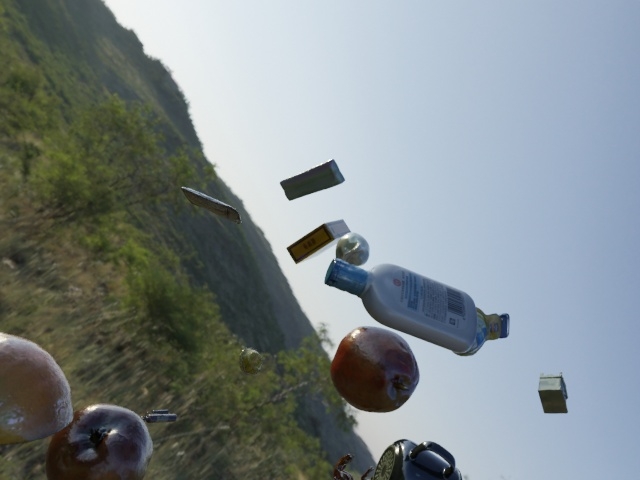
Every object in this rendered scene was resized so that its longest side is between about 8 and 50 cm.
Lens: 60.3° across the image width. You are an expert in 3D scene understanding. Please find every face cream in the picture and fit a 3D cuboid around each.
[{"bbox_3d":[0.172,0.125,1.185,0.337,0.163,0.080,21,-48,-8],"label":"face cream"}]

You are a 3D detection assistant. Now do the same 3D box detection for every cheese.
[{"bbox_3d":[0.520,0.297,1.842,0.069,0.271,0.176,-164,-109,-66],"label":"cheese"}]

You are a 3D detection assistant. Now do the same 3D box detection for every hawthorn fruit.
[{"bbox_3d":[-0.573,0.558,1.432,0.267,0.268,0.300,48,-32,20],"label":"hawthorn fruit"},{"bbox_3d":[0.184,0.413,1.704,0.277,0.277,0.298,56,-19,-25],"label":"hawthorn fruit"}]

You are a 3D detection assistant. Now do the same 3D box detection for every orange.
[{"bbox_3d":[-0.652,0.305,1.080,0.310,0.274,0.274,42,-8,-2],"label":"orange"}]

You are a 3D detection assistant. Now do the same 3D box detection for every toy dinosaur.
[{"bbox_3d":[0.078,0.815,1.781,0.097,0.432,0.208,48,12,-41],"label":"toy dinosaur"}]

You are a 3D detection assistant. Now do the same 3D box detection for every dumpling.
[{"bbox_3d":[0.103,0.048,1.938,0.124,0.151,0.229,45,14,9],"label":"dumpling"}]

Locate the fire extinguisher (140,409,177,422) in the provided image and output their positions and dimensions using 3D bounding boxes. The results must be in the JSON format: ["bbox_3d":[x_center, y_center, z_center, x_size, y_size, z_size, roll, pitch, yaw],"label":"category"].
[{"bbox_3d":[-0.585,0.641,2.007,0.035,0.049,0.173,57,14,28],"label":"fire extinguisher"}]

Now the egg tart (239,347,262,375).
[{"bbox_3d":[-0.238,0.422,1.929,0.039,0.105,0.105,-15,-60,39],"label":"egg tart"}]

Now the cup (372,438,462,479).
[{"bbox_3d":[0.228,0.536,1.232,0.177,0.223,0.169,28,34,-1],"label":"cup"}]

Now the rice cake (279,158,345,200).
[{"bbox_3d":[-0.031,-0.185,1.717,0.222,0.042,0.080,-16,-64,37],"label":"rice cake"}]

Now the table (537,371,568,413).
[{"bbox_3d":[0.631,0.411,1.493,0.083,0.063,0.079,-46,121,-56],"label":"table"}]

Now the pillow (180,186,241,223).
[{"bbox_3d":[-0.382,-0.122,1.941,0.233,0.038,0.130,24,-17,9],"label":"pillow"}]

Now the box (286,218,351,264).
[{"bbox_3d":[0.000,0.000,2.268,0.084,0.193,0.301,57,16,5],"label":"box"}]
